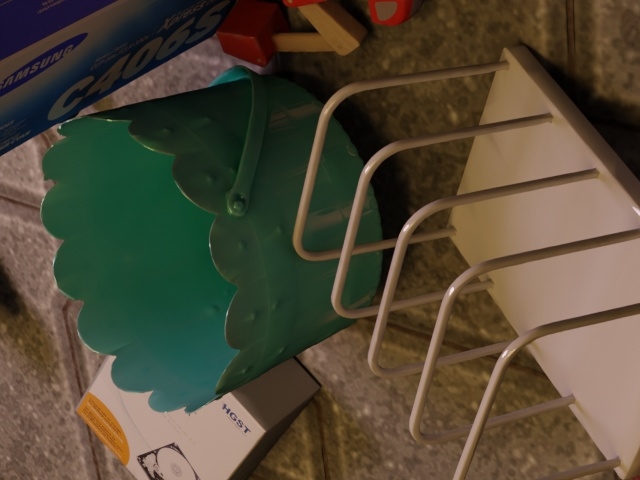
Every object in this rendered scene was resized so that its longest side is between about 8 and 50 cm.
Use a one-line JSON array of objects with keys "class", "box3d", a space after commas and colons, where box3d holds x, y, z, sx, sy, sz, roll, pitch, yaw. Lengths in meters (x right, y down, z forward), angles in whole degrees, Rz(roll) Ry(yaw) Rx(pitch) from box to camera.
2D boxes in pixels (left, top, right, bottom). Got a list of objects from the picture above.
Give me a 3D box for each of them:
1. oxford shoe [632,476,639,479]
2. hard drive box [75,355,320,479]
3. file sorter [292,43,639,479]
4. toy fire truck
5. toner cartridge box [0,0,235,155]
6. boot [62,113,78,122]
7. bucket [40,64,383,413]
[{"class": "oxford shoe", "box3d": [0.315, 0.180, 1.248, 0.140, 0.146, 0.397, -117, 22, -73]}, {"class": "hard drive box", "box3d": [-0.129, 0.159, 1.664, 0.181, 0.089, 0.232, 46, 138, 10]}, {"class": "file sorter", "box3d": [0.121, 0.026, 1.197, 0.278, 0.173, 0.193, 57, 147, 38]}, {"class": "toy fire truck", "box3d": [0.000, -0.192, 1.326, 0.192, 0.047, 0.135, 15, 143, 25]}, {"class": "toner cartridge box", "box3d": [-0.188, -0.172, 1.303, 0.075, 0.348, 0.165, 47, 139, 8]}, {"class": "boot", "box3d": [-0.289, -0.240, 1.566, 0.246, 0.083, 0.161, 52, 134, 2]}, {"class": "bucket", "box3d": [-0.092, -0.006, 1.404, 0.281, 0.183, 0.281, 29, 130, 42]}]
